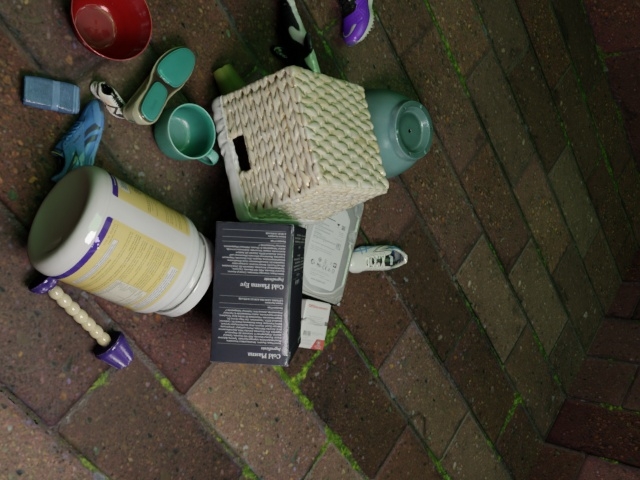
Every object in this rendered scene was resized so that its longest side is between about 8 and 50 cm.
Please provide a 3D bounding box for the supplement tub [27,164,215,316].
[{"bbox_3d":[-0.412,0.014,1.386,0.331,0.241,0.241,34,69,-43],"label":"supplement tub"}]

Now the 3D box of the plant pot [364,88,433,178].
[{"bbox_3d":[0.215,-0.327,1.976,0.293,0.196,0.293,-1,92,-42],"label":"plant pot"}]

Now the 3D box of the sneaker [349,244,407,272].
[{"bbox_3d":[0.176,0.057,2.028,0.237,0.086,0.085,-8,98,-40],"label":"sneaker"}]

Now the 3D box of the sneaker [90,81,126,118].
[{"bbox_3d":[-0.468,-0.316,1.465,0.109,0.044,0.040,43,62,-36],"label":"sneaker"}]

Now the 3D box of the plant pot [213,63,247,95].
[{"bbox_3d":[-0.233,-0.404,1.658,0.083,0.083,0.079,-37,102,-35],"label":"plant pot"}]

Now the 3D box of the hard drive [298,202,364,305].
[{"bbox_3d":[0.000,0.000,1.883,0.237,0.064,0.338,24,75,-40],"label":"hard drive"}]

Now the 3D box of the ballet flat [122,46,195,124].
[{"bbox_3d":[-0.381,-0.361,1.516,0.086,0.086,0.248,50,49,-31],"label":"ballet flat"}]

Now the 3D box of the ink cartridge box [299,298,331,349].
[{"bbox_3d":[-0.033,0.240,1.864,0.099,0.056,0.135,17,80,-41],"label":"ink cartridge box"}]

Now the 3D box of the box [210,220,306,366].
[{"bbox_3d":[-0.140,0.116,1.563,0.343,0.179,0.312,19,73,-87],"label":"box"}]

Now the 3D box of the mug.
[{"bbox_3d":[-0.328,-0.244,1.557,0.129,0.097,0.157,-25,108,-39],"label":"mug"}]

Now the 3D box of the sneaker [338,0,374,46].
[{"bbox_3d":[0.085,-0.722,1.919,0.146,0.102,0.293,21,73,-36],"label":"sneaker"}]

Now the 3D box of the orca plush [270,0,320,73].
[{"bbox_3d":[-0.087,-0.545,1.764,0.102,0.151,0.287,-20,111,-7],"label":"orca plush"}]

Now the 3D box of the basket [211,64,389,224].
[{"bbox_3d":[-0.047,-0.228,1.616,0.331,0.266,0.328,-1,75,-53],"label":"basket"}]

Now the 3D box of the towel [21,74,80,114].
[{"bbox_3d":[-0.573,-0.309,1.381,0.119,0.029,0.067,5,88,-43],"label":"towel"}]

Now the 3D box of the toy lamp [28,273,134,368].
[{"bbox_3d":[-0.513,0.177,1.421,0.080,0.080,0.274,-50,120,-29],"label":"toy lamp"}]

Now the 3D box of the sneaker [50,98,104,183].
[{"bbox_3d":[-0.525,-0.215,1.401,0.082,0.069,0.209,18,79,-37],"label":"sneaker"}]

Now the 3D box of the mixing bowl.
[{"bbox_3d":[-0.473,-0.476,1.418,0.181,0.098,0.181,-1,92,-43],"label":"mixing bowl"}]
